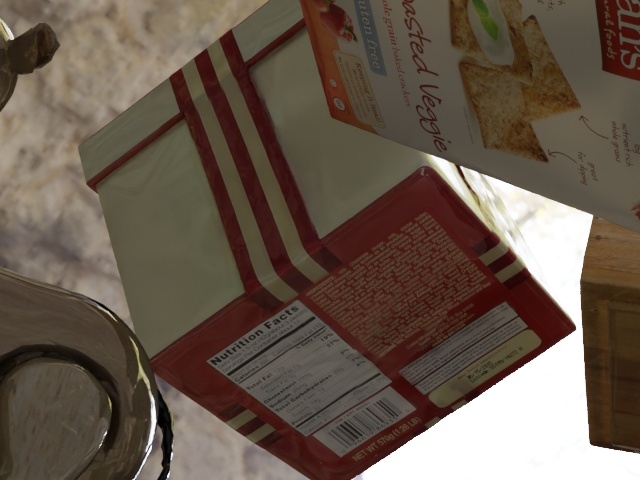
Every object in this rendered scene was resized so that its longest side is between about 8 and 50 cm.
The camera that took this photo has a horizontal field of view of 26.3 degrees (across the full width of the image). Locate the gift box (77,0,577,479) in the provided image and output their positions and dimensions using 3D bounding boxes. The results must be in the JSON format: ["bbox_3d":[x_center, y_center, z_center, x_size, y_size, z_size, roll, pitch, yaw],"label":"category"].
[{"bbox_3d":[0.000,0.000,0.980,0.276,0.255,0.258,49,-167,-46],"label":"gift box"}]

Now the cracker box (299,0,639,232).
[{"bbox_3d":[0.090,-0.103,0.649,0.232,0.155,0.067,23,-126,38],"label":"cracker box"}]

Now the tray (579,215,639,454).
[{"bbox_3d":[0.355,0.079,0.752,0.411,0.202,0.076,9,-122,18],"label":"tray"}]

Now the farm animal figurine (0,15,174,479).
[{"bbox_3d":[-0.181,0.006,0.490,0.327,0.330,0.172,42,-142,-21],"label":"farm animal figurine"}]
